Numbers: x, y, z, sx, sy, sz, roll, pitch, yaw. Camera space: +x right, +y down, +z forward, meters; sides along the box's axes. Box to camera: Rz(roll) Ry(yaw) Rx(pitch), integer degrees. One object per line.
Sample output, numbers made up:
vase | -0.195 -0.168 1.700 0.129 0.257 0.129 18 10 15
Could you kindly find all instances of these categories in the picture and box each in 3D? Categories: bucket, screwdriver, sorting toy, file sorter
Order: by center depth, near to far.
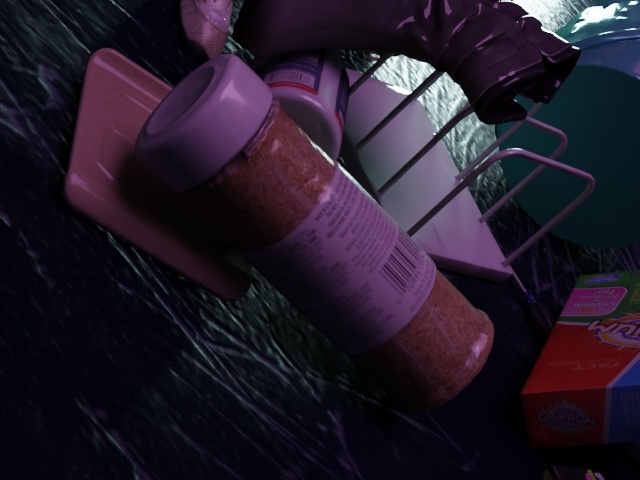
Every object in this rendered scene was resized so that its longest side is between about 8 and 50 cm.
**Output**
sorting toy | -0.141 -0.057 1.470 0.193 0.038 0.208 33 35 -24
file sorter | 0.140 -0.126 1.794 0.192 0.173 0.278 14 41 -46
screwdriver | 0.222 0.048 1.838 0.170 0.024 0.025 61 3 30
bucket | 0.355 -0.136 2.005 0.281 0.281 0.183 45 36 -1

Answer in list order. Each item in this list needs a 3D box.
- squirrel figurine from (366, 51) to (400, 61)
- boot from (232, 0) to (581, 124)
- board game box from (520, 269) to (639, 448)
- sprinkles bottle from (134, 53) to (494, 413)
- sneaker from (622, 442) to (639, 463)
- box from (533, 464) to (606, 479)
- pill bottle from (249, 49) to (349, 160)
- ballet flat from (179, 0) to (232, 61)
squirrel figurine | 0.111 -0.380 1.875 0.370 0.397 0.281 39 16 -41
boot | 0.098 -0.201 1.615 0.338 0.118 0.223 -24 63 -36
board game box | 0.361 0.111 1.712 0.316 0.242 0.064 -48 127 -62
sprinkles bottle | 0.000 0.000 1.435 0.355 0.121 0.121 45 26 -21
sneaker | 0.455 0.151 1.881 0.135 0.150 0.366 48 28 2
box | 0.238 0.253 1.554 0.083 0.052 0.062 14 40 -44
pill bottle | -0.025 -0.142 1.657 0.108 0.108 0.180 37 29 -16
ballet flat | -0.118 -0.255 1.738 0.057 0.052 0.168 29 32 -29
